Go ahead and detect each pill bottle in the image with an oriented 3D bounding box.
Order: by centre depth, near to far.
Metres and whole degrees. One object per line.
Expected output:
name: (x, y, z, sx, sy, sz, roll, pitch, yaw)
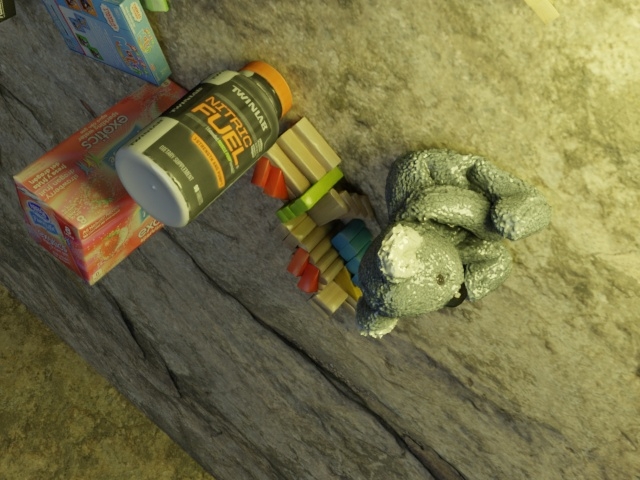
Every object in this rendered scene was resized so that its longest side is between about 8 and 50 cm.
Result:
pill bottle: (-0.144, -0.140, 1.111, 0.130, 0.246, 0.130, 30, 148, 21)

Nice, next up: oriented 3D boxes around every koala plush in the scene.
koala plush: (0.123, 0.012, 1.007, 0.203, 0.221, 0.196, 37, 149, 12)

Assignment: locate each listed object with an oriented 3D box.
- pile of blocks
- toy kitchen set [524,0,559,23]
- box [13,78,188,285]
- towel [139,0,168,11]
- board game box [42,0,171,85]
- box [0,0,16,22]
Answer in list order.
pile of blocks: (0.000, 0.000, 1.242, 0.149, 0.112, 0.362, 8, 134, 45)
toy kitchen set: (0.217, -0.262, 0.765, 0.083, 0.075, 0.068, -30, 63, 26)
box: (-0.299, -0.099, 1.287, 0.142, 0.300, 0.154, 35, 147, 17)
towel: (-0.280, -0.396, 1.179, 0.113, 0.023, 0.152, 19, 141, 37)
board game box: (-0.340, -0.334, 1.284, 0.211, 0.039, 0.160, 26, 155, 28)
box: (-0.577, -0.503, 1.313, 0.216, 0.060, 0.270, 49, 154, 11)
